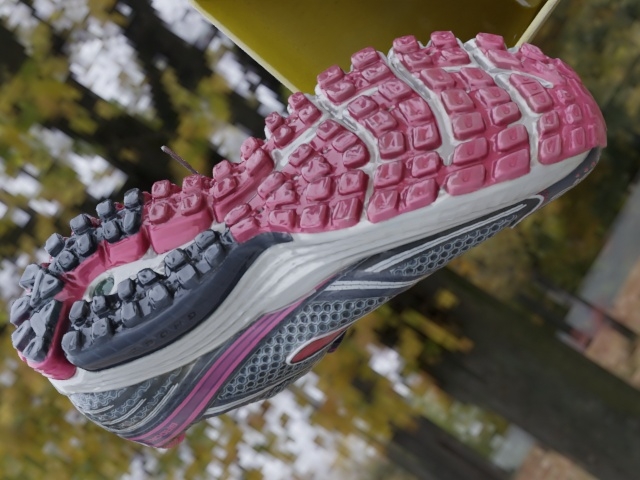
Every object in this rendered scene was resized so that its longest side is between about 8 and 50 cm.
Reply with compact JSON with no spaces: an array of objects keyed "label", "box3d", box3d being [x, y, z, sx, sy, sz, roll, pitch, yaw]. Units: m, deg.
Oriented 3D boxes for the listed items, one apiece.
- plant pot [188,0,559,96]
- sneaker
[{"label":"plant pot","box3d":[0.075,-0.202,1.218,0.187,0.212,0.212,-42,-10,-42]},{"label":"sneaker","box3d":[0.000,0.000,0.913,0.299,0.121,0.112,-25,-48,15]}]
